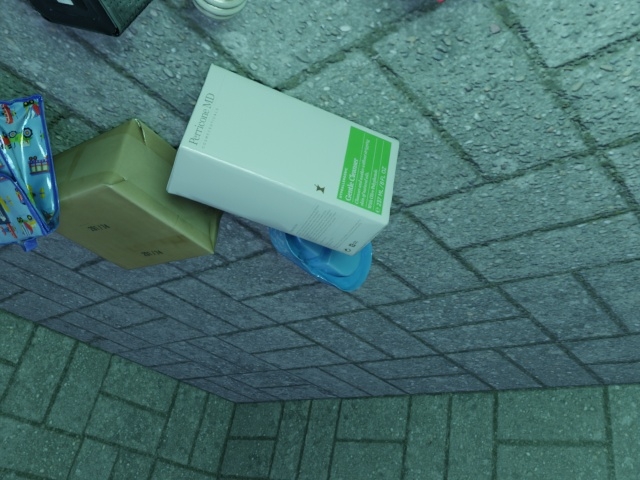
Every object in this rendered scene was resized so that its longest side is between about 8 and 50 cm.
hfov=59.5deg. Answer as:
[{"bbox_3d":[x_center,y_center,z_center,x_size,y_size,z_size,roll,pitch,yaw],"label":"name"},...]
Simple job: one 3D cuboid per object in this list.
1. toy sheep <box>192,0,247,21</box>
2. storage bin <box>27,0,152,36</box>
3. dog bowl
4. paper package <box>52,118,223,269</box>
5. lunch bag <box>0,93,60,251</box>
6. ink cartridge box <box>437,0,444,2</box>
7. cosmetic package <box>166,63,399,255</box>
[{"bbox_3d":[-0.139,-0.349,0.763,0.091,0.091,0.132,20,168,-15],"label":"toy sheep"},{"bbox_3d":[-0.332,-0.361,0.757,0.180,0.084,0.122,21,156,26],"label":"storage bin"},{"bbox_3d":[0.000,0.000,1.256,0.074,0.166,0.297,0,151,44],"label":"dog bowl"},{"bbox_3d":[-0.423,-0.081,1.250,0.324,0.168,0.309,-12,144,35],"label":"paper package"},{"bbox_3d":[-0.635,-0.120,1.136,0.220,0.138,0.293,-9,103,32],"label":"lunch bag"},{"bbox_3d":[0.182,-0.385,0.567,0.237,0.100,0.172,-15,141,41],"label":"ink cartridge box"},{"bbox_3d":[-0.062,-0.133,1.001,0.365,0.197,0.155,19,150,-15],"label":"cosmetic package"}]
